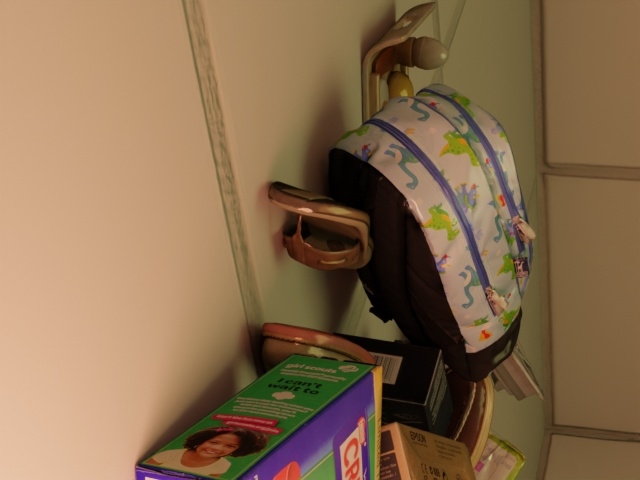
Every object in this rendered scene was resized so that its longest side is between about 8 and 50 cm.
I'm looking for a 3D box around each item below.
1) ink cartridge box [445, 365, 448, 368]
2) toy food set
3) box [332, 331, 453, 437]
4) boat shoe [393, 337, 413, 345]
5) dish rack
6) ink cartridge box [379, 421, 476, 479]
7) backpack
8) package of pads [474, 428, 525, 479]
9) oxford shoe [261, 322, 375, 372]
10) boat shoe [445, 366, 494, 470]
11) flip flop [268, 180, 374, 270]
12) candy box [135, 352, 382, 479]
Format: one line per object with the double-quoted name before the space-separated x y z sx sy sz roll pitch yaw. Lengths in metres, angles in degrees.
"ink cartridge box" 0.196 0.328 2.599 0.201 0.117 0.278 33 62 -73
"toy food set" 0.134 -0.180 2.279 0.220 0.092 0.306 -54 145 -63
"box" 0.088 0.212 2.084 0.158 0.156 0.093 75 29 -52
"boat shoe" 0.115 0.282 2.332 0.096 0.116 0.324 -21 136 -26
"dish rack" 0.267 0.111 2.637 0.285 0.072 0.333 49 17 -55
"ink cartridge box" 0.062 0.298 1.858 0.234 0.193 0.088 29 45 -61
"backpack" 0.141 -0.030 2.028 0.273 0.290 0.355 -43 137 -2
"package of pads" 0.189 0.431 2.349 0.296 0.101 0.229 -52 168 -11
"oxford shoe" -0.002 0.196 1.839 0.348 0.123 0.130 58 46 -62
"boat shoe" 0.122 0.317 2.184 0.123 0.123 0.342 29 96 -47
"flip flop" 0.000 0.000 1.849 0.277 0.112 0.080 63 49 -72
"candy box" -0.053 0.294 1.580 0.317 0.122 0.268 -34 127 -58
